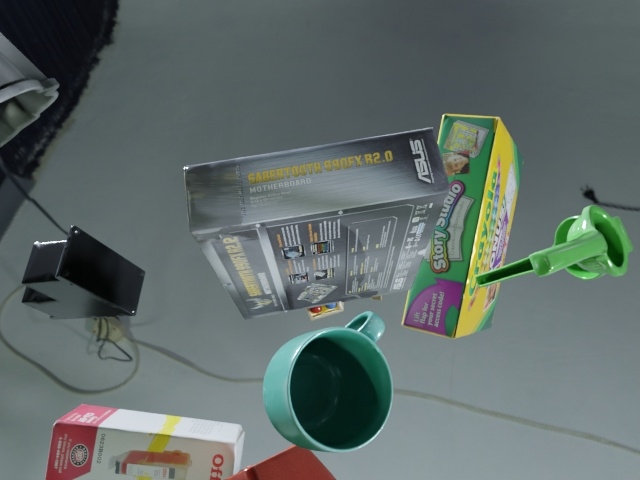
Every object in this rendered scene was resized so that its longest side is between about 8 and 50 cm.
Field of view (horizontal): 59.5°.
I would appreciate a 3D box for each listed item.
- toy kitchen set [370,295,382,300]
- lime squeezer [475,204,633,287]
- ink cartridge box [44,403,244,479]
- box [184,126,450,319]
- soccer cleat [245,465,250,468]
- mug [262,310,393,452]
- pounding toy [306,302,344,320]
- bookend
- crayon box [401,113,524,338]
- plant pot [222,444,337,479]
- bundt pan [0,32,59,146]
[{"bbox_3d":[0.140,0.149,1.650,0.068,0.083,0.075,5,30,18],"label":"toy kitchen set"},{"bbox_3d":[0.195,0.006,0.454,0.109,0.310,0.059,-4,84,10],"label":"lime squeezer"},{"bbox_3d":[-0.376,0.532,1.213,0.384,0.160,0.280,7,85,-3],"label":"ink cartridge box"},{"bbox_3d":[0.000,0.000,0.491,0.182,0.231,0.056,-9,67,-1],"label":"box"},{"bbox_3d":[-0.172,0.642,1.368,0.076,0.068,0.196,-16,31,19],"label":"soccer cleat"},{"bbox_3d":[0.012,0.164,0.635,0.157,0.097,0.130,-14,82,-32],"label":"mug"},{"bbox_3d":[-0.012,0.170,1.743,0.130,0.141,0.100,-18,22,11],"label":"pounding toy"},{"bbox_3d":[-0.363,0.052,0.789,0.157,0.156,0.072,-5,63,19],"label":"bookend"},{"bbox_3d":[0.278,-0.014,1.042,0.106,0.313,0.363,11,90,26],"label":"crayon box"},{"bbox_3d":[-0.095,0.529,1.018,0.267,0.267,0.236,-35,71,24],"label":"plant pot"},{"bbox_3d":[-0.407,-0.095,0.483,0.330,0.124,0.331,-31,18,11],"label":"bundt pan"}]
